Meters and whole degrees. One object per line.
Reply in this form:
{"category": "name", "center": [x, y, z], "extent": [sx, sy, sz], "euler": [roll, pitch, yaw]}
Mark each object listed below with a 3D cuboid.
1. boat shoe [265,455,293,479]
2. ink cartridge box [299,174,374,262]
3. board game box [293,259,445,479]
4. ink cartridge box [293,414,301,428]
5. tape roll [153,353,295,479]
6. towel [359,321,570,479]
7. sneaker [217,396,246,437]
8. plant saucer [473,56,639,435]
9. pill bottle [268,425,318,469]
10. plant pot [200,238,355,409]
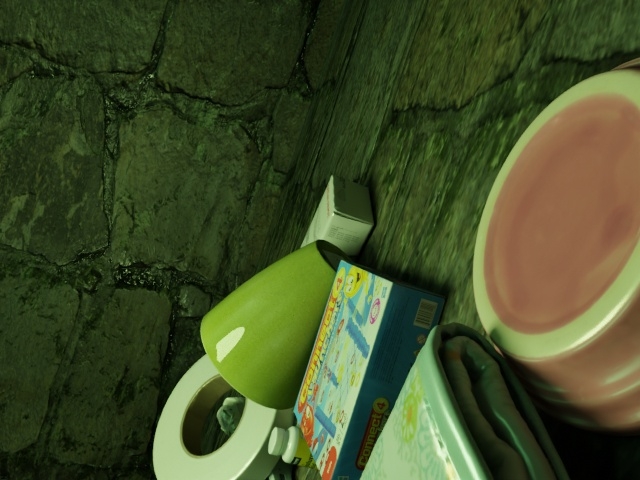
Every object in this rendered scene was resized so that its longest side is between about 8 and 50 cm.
{"category": "boat shoe", "center": [-0.099, 0.535, 1.221], "extent": [0.183, 0.065, 0.083], "euler": [-121, 53, -71]}
{"category": "ink cartridge box", "center": [0.030, -0.004, 1.315], "extent": [0.172, 0.100, 0.237], "euler": [-91, 21, -55]}
{"category": "board game box", "center": [0.062, 0.202, 0.928], "extent": [0.302, 0.086, 0.309], "euler": [-163, 91, -77]}
{"category": "ink cartridge box", "center": [-0.029, 0.363, 1.241], "extent": [0.063, 0.029, 0.115], "euler": [-96, 26, -62]}
{"category": "tape roll", "center": [-0.229, 0.418, 1.328], "extent": [0.391, 0.072, 0.392], "euler": [-25, 41, 24]}
{"category": "towel", "center": [0.105, 0.306, 0.457], "extent": [0.375, 0.090, 0.321], "euler": [-100, 24, -52]}
{"category": "sneaker", "center": [-0.212, 0.527, 1.534], "extent": [0.305, 0.152, 0.114], "euler": [-127, 58, -73]}
{"category": "plant saucer", "center": [0.233, -0.011, 0.486], "extent": [0.332, 0.084, 0.332], "euler": [-162, 90, -78]}
{"category": "pill bottle", "center": [-0.033, 0.377, 1.033], "extent": [0.065, 0.116, 0.065], "euler": [-163, 90, -78]}
{"category": "plant pot", "center": [-0.049, 0.148, 1.176], "extent": [0.293, 0.274, 0.275], "euler": [-47, 21, 17]}
